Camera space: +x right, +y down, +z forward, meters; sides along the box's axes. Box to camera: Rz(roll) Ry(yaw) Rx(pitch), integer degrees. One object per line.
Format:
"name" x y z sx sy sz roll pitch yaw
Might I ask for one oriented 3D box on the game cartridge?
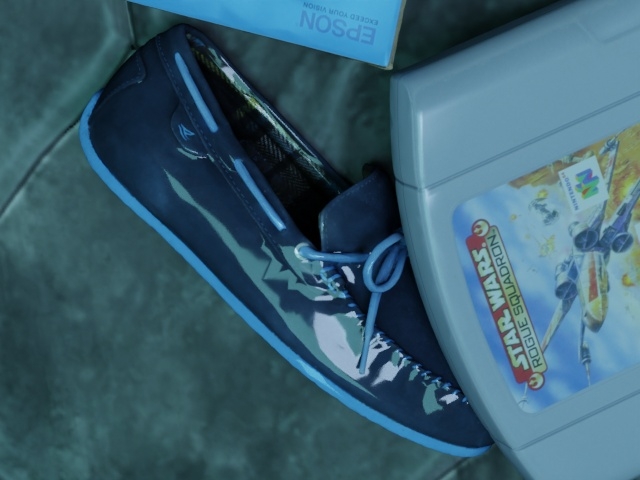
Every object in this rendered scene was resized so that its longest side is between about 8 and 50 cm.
"game cartridge" 0.158 0.009 1.193 0.198 0.062 0.297 -26 108 -14

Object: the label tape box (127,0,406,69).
"label tape box" -0.028 -0.295 1.136 0.241 0.106 0.333 16 117 9

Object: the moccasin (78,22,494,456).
"moccasin" 0.000 0.000 1.244 0.342 0.137 0.117 38 114 -3
